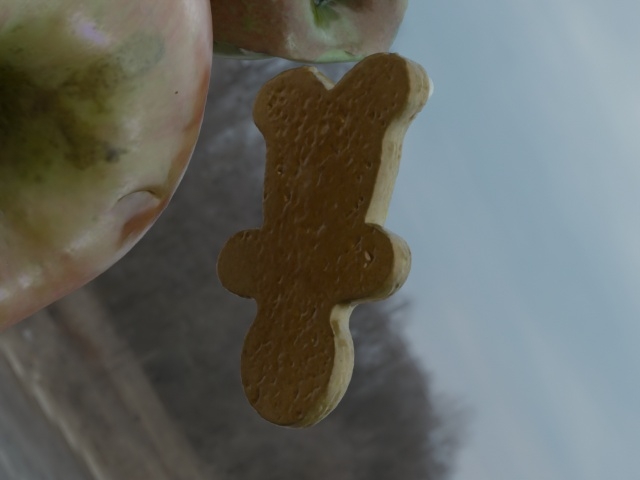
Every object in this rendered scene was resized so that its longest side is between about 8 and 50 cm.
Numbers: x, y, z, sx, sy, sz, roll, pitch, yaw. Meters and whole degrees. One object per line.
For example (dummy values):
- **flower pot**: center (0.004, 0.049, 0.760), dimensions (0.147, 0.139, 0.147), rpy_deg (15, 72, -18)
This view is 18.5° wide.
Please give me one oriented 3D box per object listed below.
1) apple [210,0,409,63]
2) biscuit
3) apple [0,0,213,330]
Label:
- **apple**: center (-0.039, -0.211, 1.438), dimensions (0.188, 0.207, 0.174), rpy_deg (8, -62, 49)
- **biscuit**: center (0.001, 0.000, 1.241), dimensions (0.035, 0.240, 0.158), rpy_deg (17, -10, -43)
- **apple**: center (-0.272, -0.124, 1.095), dimensions (0.346, 0.391, 0.391), rpy_deg (38, -17, 38)
